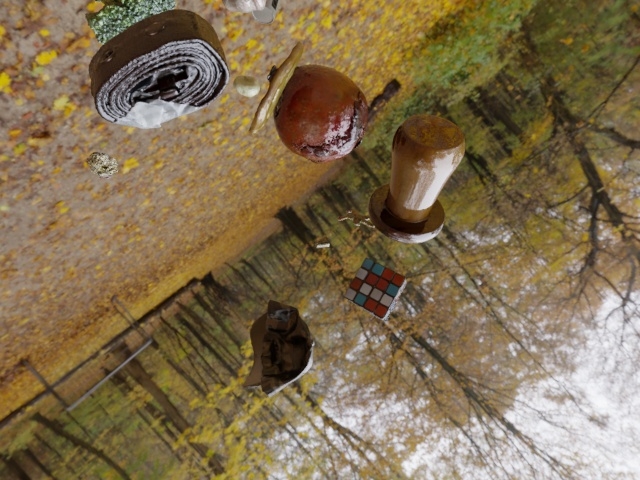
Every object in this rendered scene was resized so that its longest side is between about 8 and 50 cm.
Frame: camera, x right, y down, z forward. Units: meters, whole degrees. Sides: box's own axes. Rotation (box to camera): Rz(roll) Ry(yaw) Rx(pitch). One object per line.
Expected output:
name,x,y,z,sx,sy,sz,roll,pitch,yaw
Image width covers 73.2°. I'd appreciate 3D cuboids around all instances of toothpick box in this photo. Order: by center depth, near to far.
toothpick box,0.218,-0.127,0.996,0.192,0.192,0.294,-42,154,-34
toothpick box,-0.238,-1.095,1.958,0.111,0.111,0.181,146,-39,-69

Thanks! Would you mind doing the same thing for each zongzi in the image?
zongzi,0.000,0.000,2.205,0.076,0.083,0.040,-4,141,-18

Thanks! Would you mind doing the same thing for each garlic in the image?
garlic,-0.258,-0.905,1.564,0.218,0.218,0.212,-40,168,6

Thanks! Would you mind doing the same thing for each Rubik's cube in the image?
Rubik's cube,0.186,0.166,1.434,0.155,0.151,0.154,-61,162,-7

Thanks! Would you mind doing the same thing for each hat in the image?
hat,-0.169,0.449,1.709,0.382,0.257,0.366,107,-10,-61

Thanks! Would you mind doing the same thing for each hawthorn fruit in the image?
hawthorn fruit,-0.010,-0.382,1.296,0.316,0.316,0.316,-40,-178,2

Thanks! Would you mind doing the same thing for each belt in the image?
belt,-0.345,-0.364,0.919,0.289,0.164,0.184,-23,151,2

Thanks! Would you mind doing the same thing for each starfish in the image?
starfish,0.195,-0.111,2.275,0.209,0.053,0.150,1,-152,4

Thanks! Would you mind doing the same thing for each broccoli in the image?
broccoli,-0.739,-0.922,1.704,0.338,0.317,0.277,-29,161,17

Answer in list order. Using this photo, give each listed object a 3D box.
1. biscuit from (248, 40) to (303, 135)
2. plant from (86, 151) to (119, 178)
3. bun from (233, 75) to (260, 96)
biscuit,-0.111,-0.380,1.082,0.260,0.041,0.203,-60,-174,2
plant,-0.903,-0.317,1.784,0.104,0.116,0.122,-45,-149,-13
bun,-0.318,-0.657,1.850,0.115,0.115,0.069,-42,159,-40
